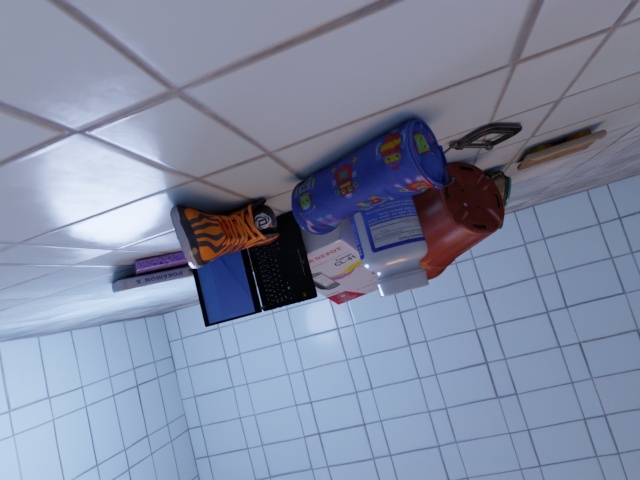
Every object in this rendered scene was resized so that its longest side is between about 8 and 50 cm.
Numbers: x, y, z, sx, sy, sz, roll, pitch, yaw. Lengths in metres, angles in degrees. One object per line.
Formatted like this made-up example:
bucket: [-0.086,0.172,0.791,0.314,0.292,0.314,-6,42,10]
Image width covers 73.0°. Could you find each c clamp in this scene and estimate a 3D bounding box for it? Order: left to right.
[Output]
c clamp: [0.339,-0.211,0.915,0.160,0.022,0.137,-10,166,-28]

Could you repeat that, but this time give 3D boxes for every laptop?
laptop: [-0.175,0.069,1.098,0.264,0.234,0.136,-18,173,24]

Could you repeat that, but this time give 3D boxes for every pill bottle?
pill bottle: [0.153,-0.017,0.979,0.152,0.272,0.152,-15,173,-2]

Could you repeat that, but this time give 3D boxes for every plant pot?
plant pot: [0.322,-0.060,1.164,0.272,0.272,0.265,-11,163,-28]

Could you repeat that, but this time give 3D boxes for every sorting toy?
sorting toy: [0.658,-0.253,1.203,0.193,0.038,0.208,-18,177,17]

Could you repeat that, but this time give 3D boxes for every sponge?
sponge: [-0.439,0.062,1.286,0.210,0.031,0.117,-11,172,-26]

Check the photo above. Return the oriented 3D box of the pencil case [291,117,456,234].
pencil case: [0.084,-0.105,0.780,0.133,0.119,0.306,0,164,-45]

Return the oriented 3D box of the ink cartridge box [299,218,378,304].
ink cartridge box: [0.050,0.050,1.244,0.226,0.131,0.306,-25,142,28]

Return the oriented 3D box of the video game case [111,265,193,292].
video game case: [-0.517,0.123,1.427,0.300,0.036,0.329,-11,178,-29]

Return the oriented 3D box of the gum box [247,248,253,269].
gum box: [-0.206,0.038,1.292,0.188,0.107,0.062,-14,173,-6]

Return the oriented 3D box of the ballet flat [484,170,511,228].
ballet flat: [0.553,-0.137,1.505,0.182,0.164,0.483,5,174,21]

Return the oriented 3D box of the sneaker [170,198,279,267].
sneaker: [-0.180,-0.032,0.871,0.180,0.125,0.321,-19,-176,-4]
